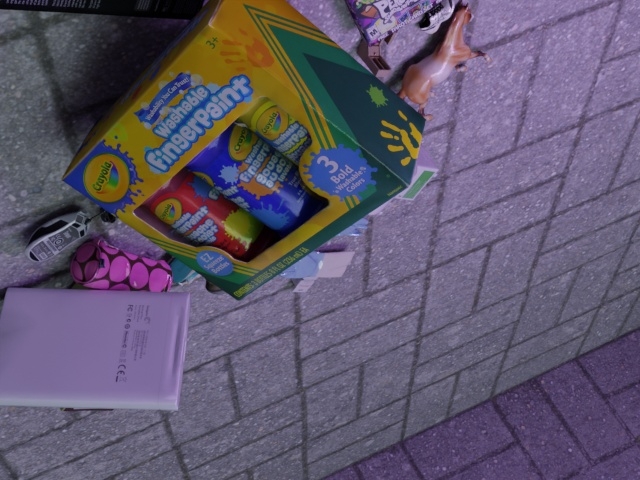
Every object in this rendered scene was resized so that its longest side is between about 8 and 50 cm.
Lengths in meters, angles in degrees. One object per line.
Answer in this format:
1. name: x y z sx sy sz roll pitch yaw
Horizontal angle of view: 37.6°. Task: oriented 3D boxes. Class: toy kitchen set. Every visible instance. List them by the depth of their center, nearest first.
1. toy kitchen set: 0.125 -0.357 1.732 0.068 0.075 0.083 -7 141 -36

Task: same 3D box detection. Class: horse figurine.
1. horse figurine: 0.230 -0.334 1.868 0.263 0.066 0.174 -42 153 13

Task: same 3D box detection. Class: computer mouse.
1. computer mouse: -0.463 -0.030 1.729 0.193 0.042 0.106 -31 154 -10

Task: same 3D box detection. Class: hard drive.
1. hard drive: -0.431 0.201 1.764 0.353 0.233 0.047 2 147 0

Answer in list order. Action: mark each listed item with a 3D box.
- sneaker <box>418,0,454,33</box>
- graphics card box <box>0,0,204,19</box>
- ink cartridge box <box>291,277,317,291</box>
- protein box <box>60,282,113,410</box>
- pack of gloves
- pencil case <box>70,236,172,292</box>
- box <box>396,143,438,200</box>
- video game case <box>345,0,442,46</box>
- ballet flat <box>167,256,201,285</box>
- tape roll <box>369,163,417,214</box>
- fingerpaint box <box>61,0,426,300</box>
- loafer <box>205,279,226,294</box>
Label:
1. sneaker: 0.217 -0.422 1.759 0.037 0.032 0.083 3 135 -43
2. graphics card box: -0.305 -0.419 1.254 0.370 0.094 0.233 -6 141 -34
3. ink cartridge box: -0.036 0.089 2.277 0.048 0.028 0.083 5 133 -45
4. protein box: -0.454 0.212 1.923 0.201 0.200 0.136 -44 149 22
5. pack of gloves: 0.000 0.000 2.188 0.232 0.046 0.195 1 126 -46
6. pencil case: -0.388 0.061 1.875 0.209 0.095 0.098 22 84 -53
7. box: 0.179 -0.158 2.038 0.087 0.102 0.101 5 135 -42
8. video game case: 0.142 -0.468 1.601 0.232 0.042 0.210 -32 142 1
9. ballet flat: -0.227 0.005 1.963 0.241 0.091 0.077 -35 180 15
10. tape roll: 0.039 -0.179 1.709 0.286 0.286 0.100 11 130 -49
11. fingerpaint box: -0.127 -0.137 1.462 0.371 0.163 0.444 37 135 -21
12. loafer: -0.157 0.016 2.029 0.251 0.094 0.087 -40 125 -3
